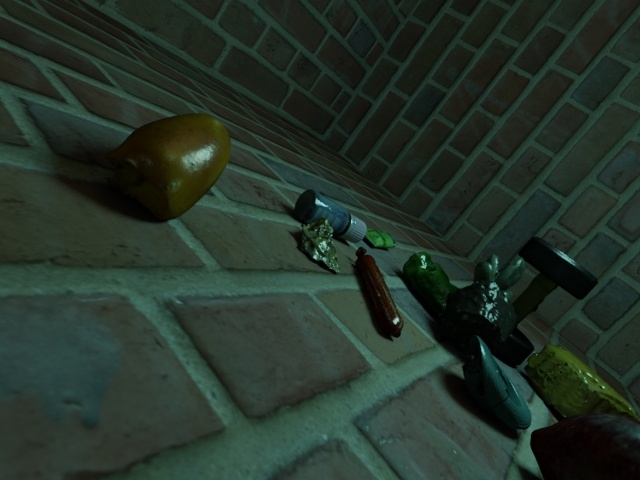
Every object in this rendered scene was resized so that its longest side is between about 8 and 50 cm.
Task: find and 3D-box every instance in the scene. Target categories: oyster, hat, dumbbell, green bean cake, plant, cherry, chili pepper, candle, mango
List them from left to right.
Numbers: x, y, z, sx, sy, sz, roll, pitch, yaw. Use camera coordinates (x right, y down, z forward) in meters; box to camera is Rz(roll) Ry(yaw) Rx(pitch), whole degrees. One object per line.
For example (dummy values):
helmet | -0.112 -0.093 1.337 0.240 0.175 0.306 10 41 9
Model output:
mango | -0.214 -0.123 0.674 0.126 0.154 0.252 41 27 -11
oyster | -0.003 0.001 0.955 0.108 0.053 0.166 18 29 -25
candle | 0.122 0.103 0.939 0.051 0.048 0.329 19 20 -13
chili pepper | 0.314 0.125 1.220 0.136 0.099 0.270 0 37 -23
plant | 0.394 0.139 1.055 0.274 0.146 0.149 -48 116 -38
hat | 0.311 0.269 0.816 0.191 0.077 0.138 53 20 -11
dumbbell | 0.578 0.170 1.232 0.203 0.323 0.204 34 15 -10
green bean cake | 0.672 0.395 1.136 0.229 0.131 0.224 33 15 -15
cherry | 0.439 0.355 0.602 0.300 0.203 0.230 31 9 40

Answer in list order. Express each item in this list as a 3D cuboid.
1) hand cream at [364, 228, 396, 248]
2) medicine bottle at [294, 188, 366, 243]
hand cream | 0.189 -0.006 1.424 0.095 0.046 0.175 48 20 29
medicine bottle | 0.032 -0.057 1.142 0.203 0.083 0.083 25 19 -35
